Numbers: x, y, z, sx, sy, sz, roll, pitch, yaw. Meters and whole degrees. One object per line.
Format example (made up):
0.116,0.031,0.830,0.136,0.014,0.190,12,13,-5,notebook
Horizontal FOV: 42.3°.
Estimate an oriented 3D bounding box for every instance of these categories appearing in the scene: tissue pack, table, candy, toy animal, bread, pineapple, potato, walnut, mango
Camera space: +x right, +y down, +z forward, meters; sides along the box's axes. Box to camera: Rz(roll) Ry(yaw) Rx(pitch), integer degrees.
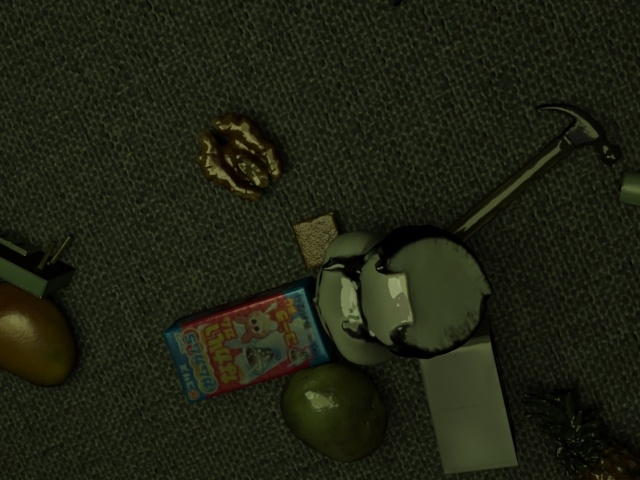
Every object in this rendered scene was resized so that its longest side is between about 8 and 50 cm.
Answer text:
0.272,0.284,1.530,0.135,0.159,0.246,-12,98,12,tissue pack
-0.613,0.003,1.646,0.240,0.121,0.111,26,102,4,table
-0.137,0.194,1.612,0.305,0.100,0.157,-18,97,13,candy
0.120,0.098,1.450,0.250,0.310,0.251,1,87,-30,toy animal
0.000,0.000,1.589,0.090,0.035,0.095,-18,96,12,bread
0.499,0.401,1.525,0.169,0.169,0.340,-44,82,13,pineapple
0.035,0.331,1.566,0.174,0.159,0.251,-15,126,33,potato
-0.154,-0.158,1.571,0.143,0.069,0.170,-43,92,12,walnut
-0.601,0.182,1.668,0.254,0.139,0.176,32,115,-5,mango

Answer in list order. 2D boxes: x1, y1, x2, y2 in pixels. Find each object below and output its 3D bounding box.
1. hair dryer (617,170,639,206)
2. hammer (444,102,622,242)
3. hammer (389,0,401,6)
0.647,-0.014,1.460,0.295,0.119,0.298,31,116,10,hair dryer
0.330,-0.073,1.518,0.440,0.044,0.168,-43,91,13,hammer
0.225,-0.581,1.454,0.365,0.043,0.111,-43,90,12,hammer
